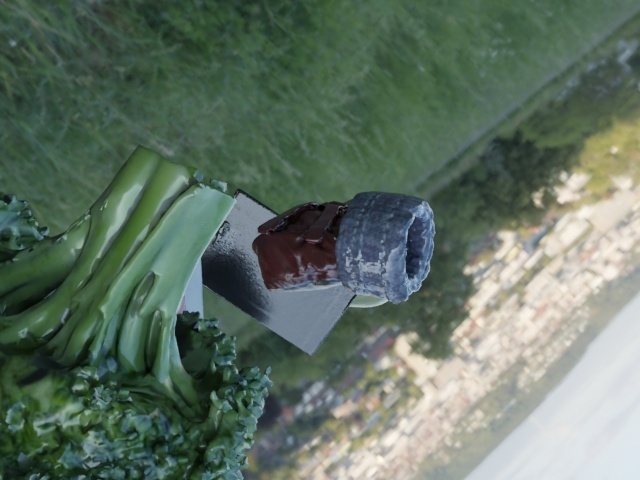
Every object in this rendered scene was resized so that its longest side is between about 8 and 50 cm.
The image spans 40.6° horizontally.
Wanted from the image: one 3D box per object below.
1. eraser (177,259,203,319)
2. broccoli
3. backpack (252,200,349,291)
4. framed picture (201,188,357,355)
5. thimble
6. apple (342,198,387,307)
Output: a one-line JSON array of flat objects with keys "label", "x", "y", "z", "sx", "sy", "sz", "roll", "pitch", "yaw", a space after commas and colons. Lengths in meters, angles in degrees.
[{"label": "eraser", "x": -0.264, "y": 0.138, "z": 1.382, "sx": 0.230, "sy": 0.038, "sz": 0.157, "roll": -49, "pitch": 151, "yaw": -47}, {"label": "broccoli", "x": -0.184, "y": 0.082, "z": 0.734, "sx": 0.302, "sy": 0.375, "sz": 0.249, "roll": -46, "pitch": 149, "yaw": -15}, {"label": "backpack", "x": 0.001, "y": 0.002, "z": 1.491, "sx": 0.229, "sy": 0.139, "sz": 0.229, "roll": -16, "pitch": -165, "yaw": 5}, {"label": "framed picture", "x": -0.096, "y": 0.074, "z": 1.872, "sx": 0.255, "sy": 0.339, "sz": 0.014, "roll": -56, "pitch": -178, "yaw": 28}, {"label": "thimble", "x": 0.091, "y": 0.006, "z": 1.179, "sx": 0.150, "sy": 0.098, "sz": 0.150, "roll": -38, "pitch": 133, "yaw": -55}, {"label": "apple", "x": 0.102, "y": 0.030, "z": 1.996, "sx": 0.261, "sy": 0.261, "sz": 0.194, "roll": -52, "pitch": -167, "yaw": 25}]
